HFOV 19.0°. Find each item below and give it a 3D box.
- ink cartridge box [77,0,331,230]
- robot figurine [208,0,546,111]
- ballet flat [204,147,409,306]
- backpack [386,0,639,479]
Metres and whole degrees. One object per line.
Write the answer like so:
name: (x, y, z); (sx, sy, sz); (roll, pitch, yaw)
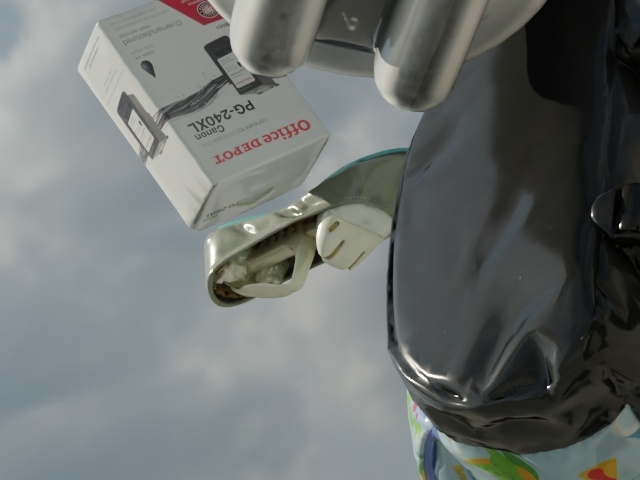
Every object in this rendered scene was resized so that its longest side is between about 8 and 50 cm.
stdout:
ink cartridge box: (-0.081, -0.096, 1.338); (0.109, 0.150, 0.063); (-26, -19, -34)
robot figurine: (0.033, -0.225, 0.984); (0.300, 0.353, 0.200); (15, -45, -10)
ballet flat: (0.000, 0.000, 1.378); (0.213, 0.068, 0.072); (-22, -39, 36)
backpack: (0.181, 0.077, 1.040); (0.355, 0.290, 0.273); (34, -46, -28)
